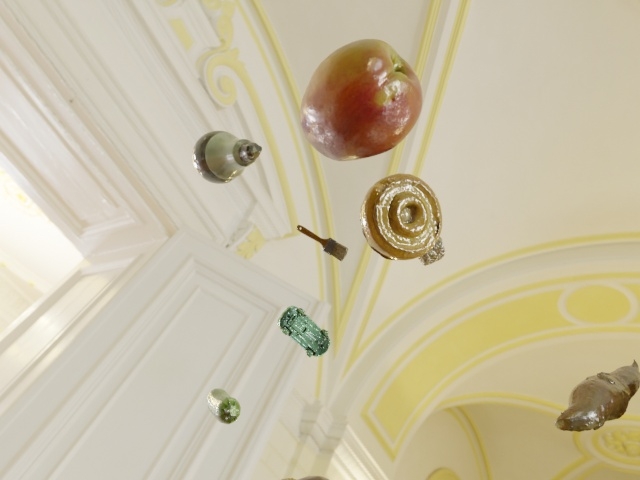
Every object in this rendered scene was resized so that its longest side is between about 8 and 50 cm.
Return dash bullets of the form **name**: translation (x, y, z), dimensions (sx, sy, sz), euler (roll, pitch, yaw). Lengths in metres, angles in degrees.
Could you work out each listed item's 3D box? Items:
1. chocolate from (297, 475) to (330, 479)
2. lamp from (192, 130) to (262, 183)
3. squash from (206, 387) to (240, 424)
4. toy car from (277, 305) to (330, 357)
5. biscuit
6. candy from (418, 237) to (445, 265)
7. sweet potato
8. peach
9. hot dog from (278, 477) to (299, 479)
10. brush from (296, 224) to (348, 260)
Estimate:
- **chocolate**: translation (-0.023, 0.669, 1.133), dimensions (0.177, 0.176, 0.176), euler (15, -46, 16)
- **lamp**: translation (-0.289, -0.286, 1.525), dimensions (0.314, 0.181, 0.181), euler (-3, -52, 34)
- **squash**: translation (-0.277, 0.472, 1.304), dimensions (0.068, 0.077, 0.219), euler (16, -15, -23)
- **toy car**: translation (-0.049, 0.268, 1.333), dimensions (0.186, 0.093, 0.058), euler (46, -19, -22)
- **biscuit**: translation (0.274, -0.078, 1.510), dimensions (0.296, 0.296, 0.102), euler (43, -17, -13)
- **candy**: translation (0.413, 0.038, 1.715), dimensions (0.110, 0.095, 0.085), euler (-17, -25, -7)
- **sweet potato**: translation (0.405, 0.219, 0.651), dimensions (0.067, 0.274, 0.067), euler (5, -83, 48)
- **peach**: translation (0.091, -0.348, 1.185), dimensions (0.333, 0.307, 0.307), euler (-26, -66, 36)
- **hot dog**: translation (-0.070, 0.358, 0.592), dimensions (0.061, 0.087, 0.285), euler (26, -42, -1)
- **brush**: translation (0.000, 0.000, 1.252), dimensions (0.170, 0.014, 0.043), euler (31, -77, 25)
